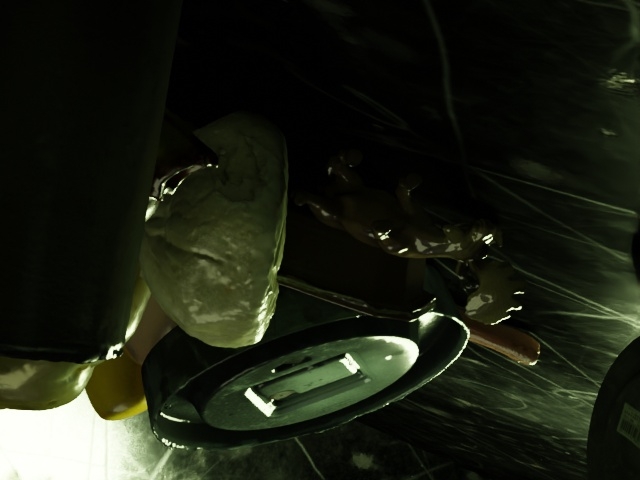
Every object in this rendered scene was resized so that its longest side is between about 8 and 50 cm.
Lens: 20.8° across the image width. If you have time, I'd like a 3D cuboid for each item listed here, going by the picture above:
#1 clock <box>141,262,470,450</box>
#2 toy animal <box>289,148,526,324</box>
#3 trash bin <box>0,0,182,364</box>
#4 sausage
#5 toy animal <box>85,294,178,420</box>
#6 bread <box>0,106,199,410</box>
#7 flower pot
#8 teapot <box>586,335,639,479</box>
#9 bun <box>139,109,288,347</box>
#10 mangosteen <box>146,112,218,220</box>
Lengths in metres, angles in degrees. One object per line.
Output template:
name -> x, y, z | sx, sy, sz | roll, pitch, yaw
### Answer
clock -> -0.020, 0.135, 2.012 | 0.386, 0.076, 0.386 | -16, 158, -7
toy animal -> 0.090, -0.013, 1.633 | 0.214, 0.094, 0.186 | 24, 168, 26
trash bin -> -0.193, -0.085, 1.066 | 0.203, 0.302, 0.252 | 7, 177, 35
sausage -> 0.184, 0.107, 2.161 | 0.186, 0.043, 0.043 | 20, 170, 2
toy animal -> -0.150, 0.059, 2.158 | 0.246, 0.278, 0.345 | 7, 144, -27
bread -> -0.304, -0.003, 1.721 | 0.210, 0.341, 0.300 | 20, 178, -42
flower pot -> 0.000, 0.000, 1.766 | 0.251, 0.084, 0.179 | 17, -171, 14
teapot -> 0.441, 0.189, 1.776 | 0.239, 0.322, 0.239 | 8, -144, -23
bun -> -0.099, -0.015, 1.592 | 0.134, 0.220, 0.220 | 4, 171, -5
mangosteen -> -0.250, -0.094, 1.299 | 0.347, 0.307, 0.307 | -1, 171, -5
